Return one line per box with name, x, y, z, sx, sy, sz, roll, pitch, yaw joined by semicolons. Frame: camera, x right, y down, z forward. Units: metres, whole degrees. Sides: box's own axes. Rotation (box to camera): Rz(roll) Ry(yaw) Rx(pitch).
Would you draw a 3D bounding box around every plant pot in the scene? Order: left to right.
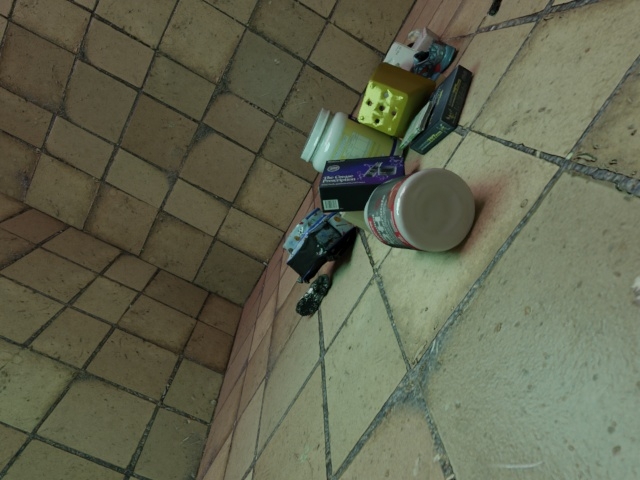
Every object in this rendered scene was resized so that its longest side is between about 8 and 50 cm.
plant pot;0.240;-0.469;1.610;0.187;0.212;0.212;-39;-27;-54

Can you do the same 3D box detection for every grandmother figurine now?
grandmother figurine;0.444;-0.934;2.397;0.208;0.104;0.342;14;72;51

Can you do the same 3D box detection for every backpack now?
backpack;0.000;0.000;1.816;0.263;0.213;0.276;-33;-7;-38

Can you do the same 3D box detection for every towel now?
towel;0.307;-0.365;1.501;0.113;0.023;0.152;-64;5;-17

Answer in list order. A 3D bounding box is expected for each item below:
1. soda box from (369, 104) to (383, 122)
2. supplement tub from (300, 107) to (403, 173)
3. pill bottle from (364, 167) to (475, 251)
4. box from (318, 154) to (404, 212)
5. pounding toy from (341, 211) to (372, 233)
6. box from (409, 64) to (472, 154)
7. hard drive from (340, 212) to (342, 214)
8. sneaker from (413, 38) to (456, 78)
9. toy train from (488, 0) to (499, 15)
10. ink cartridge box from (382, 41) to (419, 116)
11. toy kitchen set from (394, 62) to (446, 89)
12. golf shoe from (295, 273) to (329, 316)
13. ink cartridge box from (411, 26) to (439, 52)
soda box;0.255;-0.504;2.031;0.053;0.169;0.060;-19;5;-10
supplement tub;0.115;-0.334;1.759;0.241;0.331;0.241;-156;90;-81
pill bottle;0.210;-0.067;1.108;0.176;0.176;0.318;-63;10;-4
box;0.139;-0.183;1.500;0.184;0.261;0.103;-75;-21;-54
pounding toy;0.126;-0.152;1.633;0.094;0.206;0.181;-54;13;38
box;0.377;-0.407;1.472;0.233;0.059;0.183;-68;12;-22
hard drive;0.103;-0.249;1.978;0.203;0.040;0.307;-47;54;56
sneaker;0.410;-0.686;1.832;0.262;0.125;0.104;-44;20;59
toy train;0.591;-0.810;1.558;0.036;0.027;0.158;115;179;-74
ink cartridge box;0.321;-0.672;1.998;0.207;0.117;0.283;-62;-11;1
toy kitchen set;0.335;-0.585;1.753;0.122;0.166;0.207;-54;14;-3
golf shoe;-0.023;0.213;1.834;0.198;0.077;0.094;-51;3;19
ink cartridge box;0.458;-0.863;2.160;0.191;0.082;0.139;-53;15;37
